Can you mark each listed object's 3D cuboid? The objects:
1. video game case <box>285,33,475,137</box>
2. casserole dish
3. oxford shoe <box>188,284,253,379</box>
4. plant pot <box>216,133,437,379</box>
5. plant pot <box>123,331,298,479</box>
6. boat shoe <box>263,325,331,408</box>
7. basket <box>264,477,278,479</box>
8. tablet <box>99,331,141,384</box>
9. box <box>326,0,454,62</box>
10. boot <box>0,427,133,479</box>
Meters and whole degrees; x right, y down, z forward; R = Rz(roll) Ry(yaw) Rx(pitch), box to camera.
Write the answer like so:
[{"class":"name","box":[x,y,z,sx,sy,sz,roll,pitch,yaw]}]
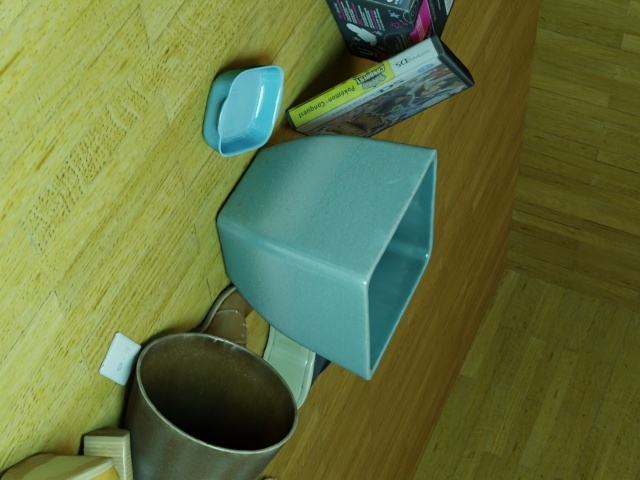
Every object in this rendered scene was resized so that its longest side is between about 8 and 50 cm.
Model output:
[{"class":"video game case","box":[0.100,-0.219,1.744,0.035,0.248,0.275,67,15,9]},{"class":"casserole dish","box":[-0.101,-0.172,1.453,0.188,0.037,0.114,-29,135,-65]},{"class":"oxford shoe","box":[-0.131,0.134,1.621,0.212,0.076,0.076,-54,155,-48]},{"class":"plant pot","box":[0.000,0.000,1.579,0.248,0.252,0.247,85,28,-53]},{"class":"plant pot","box":[-0.171,0.276,1.472,0.230,0.215,0.215,-64,168,29]},{"class":"boat shoe","box":[-0.009,0.127,1.906,0.113,0.127,0.340,-38,145,-63]},{"class":"basket","box":[-0.031,0.608,2.196,0.299,0.213,0.223,59,53,-69]},{"class":"tablet","box":[-0.246,0.147,1.392,0.083,0.006,0.054,57,54,-68]},{"class":"box","box":[0.110,-0.382,1.708,0.247,0.142,0.163,50,59,-73]},{"class":"boot","box":[-0.273,0.343,1.279,0.295,0.104,0.211,-10,100,-79]}]
